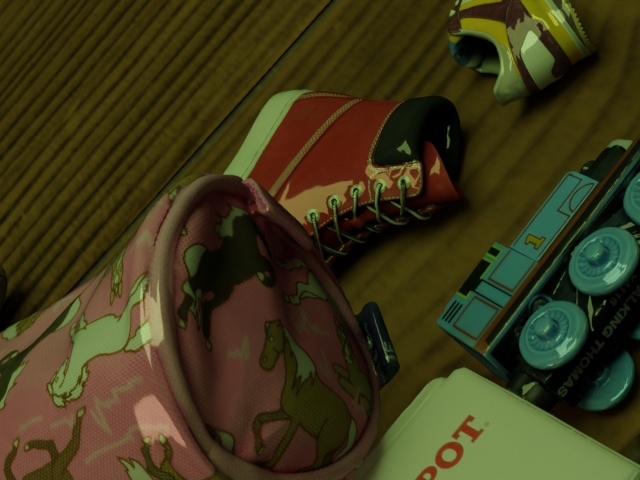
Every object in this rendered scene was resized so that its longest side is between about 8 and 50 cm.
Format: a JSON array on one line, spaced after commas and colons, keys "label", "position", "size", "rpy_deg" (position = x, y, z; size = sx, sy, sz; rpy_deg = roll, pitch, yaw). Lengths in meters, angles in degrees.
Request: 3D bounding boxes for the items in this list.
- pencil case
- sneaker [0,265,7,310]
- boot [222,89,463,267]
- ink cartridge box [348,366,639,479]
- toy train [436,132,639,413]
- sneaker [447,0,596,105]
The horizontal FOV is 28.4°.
[{"label": "pencil case", "position": [-0.146, 0.107, 0.676], "size": [0.386, 0.167, 0.160], "rpy_deg": [-29, 85, 36]}, {"label": "sneaker", "position": [-0.297, 0.121, 1.042], "size": [0.092, 0.088, 0.225], "rpy_deg": [2, 61, 17]}, {"label": "boot", "position": [0.000, 0.000, 0.866], "size": [0.176, 0.088, 0.244], "rpy_deg": [8, 63, 41]}, {"label": "ink cartridge box", "position": [0.115, 0.211, 0.538], "size": [0.283, 0.117, 0.207], "rpy_deg": [28, 67, 39]}, {"label": "toy train", "position": [0.156, 0.015, 0.730], "size": [0.184, 0.080, 0.105], "rpy_deg": [-53, 37, -3]}, {"label": "sneaker", "position": [0.116, -0.171, 0.898], "size": [0.084, 0.069, 0.185], "rpy_deg": [-36, 43, 7]}]
